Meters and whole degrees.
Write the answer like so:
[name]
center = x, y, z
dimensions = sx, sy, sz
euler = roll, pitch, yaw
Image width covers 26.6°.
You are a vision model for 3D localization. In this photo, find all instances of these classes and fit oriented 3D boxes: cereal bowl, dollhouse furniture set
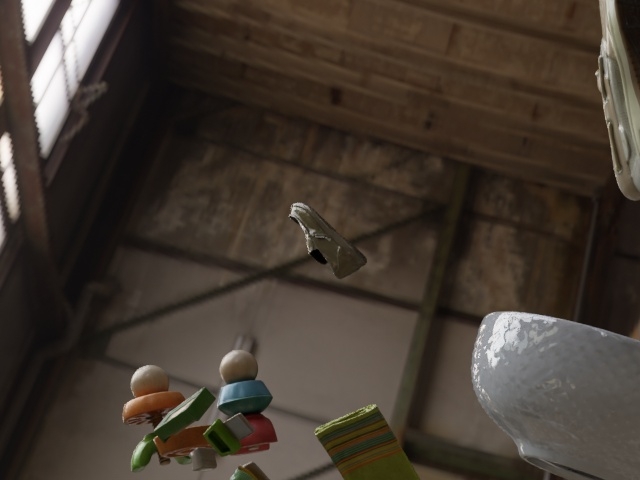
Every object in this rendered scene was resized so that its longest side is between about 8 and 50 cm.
[cereal bowl]
center = 0.323, 0.204, 1.523
dimensions = 0.339, 0.141, 0.339
euler = 19, -11, 4
[dollhouse furniture set]
center = -0.083, 0.212, 1.274
dimensions = 0.058, 0.076, 0.152
euler = -35, -82, 37

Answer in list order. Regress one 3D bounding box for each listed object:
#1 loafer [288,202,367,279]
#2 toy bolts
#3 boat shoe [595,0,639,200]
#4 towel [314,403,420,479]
[loafer]
center = 0.000, 0.000, 1.814
dimensions = 0.148, 0.050, 0.056
euler = 41, -2, 40
[toy bolts]
center = -0.177, 0.245, 2.055
dimensions = 0.228, 0.158, 0.218
euler = -6, -16, -20
[boat shoe]
center = 0.367, -0.198, 1.592
dimensions = 0.109, 0.302, 0.098
euler = 2, -18, -31
[towel]
center = 0.089, 0.350, 1.982
dimensions = 0.102, 0.021, 0.237
euler = -25, -69, 13
